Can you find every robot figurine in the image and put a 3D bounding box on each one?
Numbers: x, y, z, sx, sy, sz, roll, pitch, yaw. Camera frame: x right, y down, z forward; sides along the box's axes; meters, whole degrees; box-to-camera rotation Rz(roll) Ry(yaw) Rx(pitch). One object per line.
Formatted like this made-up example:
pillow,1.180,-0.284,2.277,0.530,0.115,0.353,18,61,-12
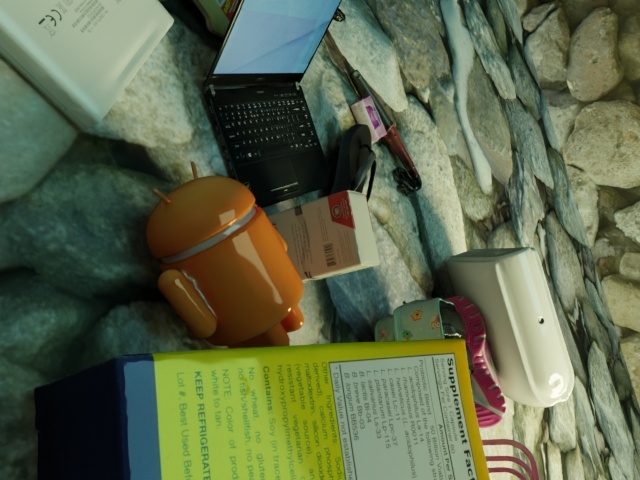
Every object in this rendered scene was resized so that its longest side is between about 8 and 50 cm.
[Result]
robot figurine,-0.101,0.023,0.652,0.158,0.128,0.219,-34,108,-19

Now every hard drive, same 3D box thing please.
hard drive,-0.293,-0.284,0.582,0.307,0.040,0.203,48,41,-32

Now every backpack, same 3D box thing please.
backpack,0.162,0.173,0.942,0.188,0.144,0.166,43,40,-72

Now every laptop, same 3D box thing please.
laptop,-0.032,-0.200,0.836,0.234,0.137,0.264,-25,97,-56

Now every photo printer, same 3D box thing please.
photo printer,0.367,0.169,1.182,0.256,0.107,0.307,174,-102,-80

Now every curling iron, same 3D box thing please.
curling iron,0.131,-0.206,1.170,0.274,0.035,0.068,62,35,-17

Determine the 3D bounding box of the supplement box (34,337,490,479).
supplement box,-0.038,0.202,0.530,0.356,0.195,0.194,6,70,-38

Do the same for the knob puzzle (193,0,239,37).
knob puzzle,-0.132,-0.367,0.855,0.213,0.030,0.213,0,90,-62

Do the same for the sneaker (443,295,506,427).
sneaker,0.280,0.232,1.151,0.111,0.103,0.252,51,27,-64

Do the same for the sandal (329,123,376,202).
sandal,0.058,-0.084,0.974,0.097,0.054,0.254,64,33,-49

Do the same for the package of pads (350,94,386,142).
package of pads,0.090,-0.224,1.120,0.083,0.032,0.050,65,33,-13

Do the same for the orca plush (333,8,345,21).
orca plush,-0.017,-0.349,0.930,0.287,0.102,0.151,-33,119,-58

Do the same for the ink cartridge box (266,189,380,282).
ink cartridge box,0.000,0.000,0.800,0.056,0.135,0.099,3,74,-58

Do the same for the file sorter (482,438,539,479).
file sorter,0.189,0.388,0.775,0.290,0.202,0.182,66,22,-52
